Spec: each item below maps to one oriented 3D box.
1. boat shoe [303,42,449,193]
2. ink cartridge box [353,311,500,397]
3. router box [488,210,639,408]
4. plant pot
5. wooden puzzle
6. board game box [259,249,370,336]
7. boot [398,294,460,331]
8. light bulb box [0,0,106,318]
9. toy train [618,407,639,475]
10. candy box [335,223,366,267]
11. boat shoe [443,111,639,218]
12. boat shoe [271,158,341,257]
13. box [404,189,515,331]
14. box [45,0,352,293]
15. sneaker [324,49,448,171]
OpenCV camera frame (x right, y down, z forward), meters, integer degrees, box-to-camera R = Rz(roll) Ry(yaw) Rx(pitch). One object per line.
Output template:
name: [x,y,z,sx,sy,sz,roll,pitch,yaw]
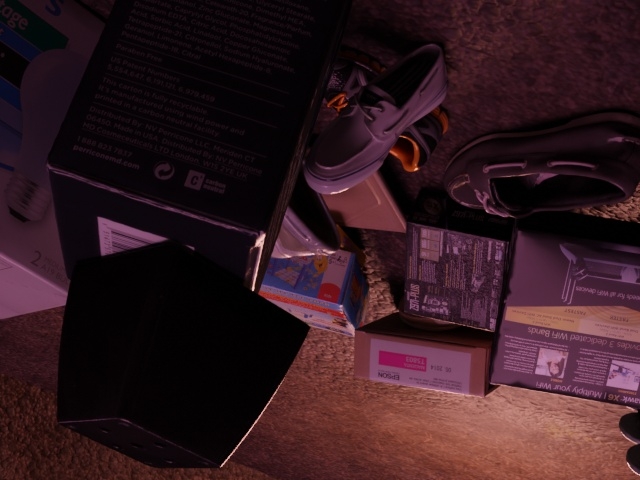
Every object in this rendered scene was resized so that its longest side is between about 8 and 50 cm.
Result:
boat shoe: [0.060,-0.149,1.449,0.083,0.226,0.075,30,151,26]
ink cartridge box: [0.197,0.186,2.109,0.235,0.088,0.193,7,-170,25]
router box: [0.395,0.097,1.692,0.309,0.081,0.243,10,117,6]
plant pot: [-0.154,0.128,1.260,0.187,0.167,0.188,33,152,-33]
wooden puzzle: [0.009,-0.083,1.833,0.239,0.044,0.221,11,156,27]
board game box: [-0.084,0.059,2.070,0.308,0.086,0.302,14,168,9]
boot: [0.200,0.077,1.993,0.213,0.077,0.165,-2,150,28]
light bulb box: [-0.433,-0.145,1.609,0.358,0.361,0.225,35,150,-32]
toy train: [0.544,0.248,1.858,0.190,0.334,0.142,9,117,2]
candy box: [0.000,0.000,1.972,0.105,0.027,0.206,14,170,16]
boat shoe: [0.266,-0.076,1.584,0.112,0.095,0.335,32,153,-28]
boat shoe: [-0.058,-0.102,1.689,0.103,0.118,0.320,2,132,24]
box: [0.200,0.031,1.815,0.147,0.077,0.180,11,133,15]
box: [-0.110,-0.150,1.321,0.212,0.395,0.293,17,157,0]
sneaker: [0.061,-0.162,1.564,0.215,0.083,0.084,27,157,-16]
